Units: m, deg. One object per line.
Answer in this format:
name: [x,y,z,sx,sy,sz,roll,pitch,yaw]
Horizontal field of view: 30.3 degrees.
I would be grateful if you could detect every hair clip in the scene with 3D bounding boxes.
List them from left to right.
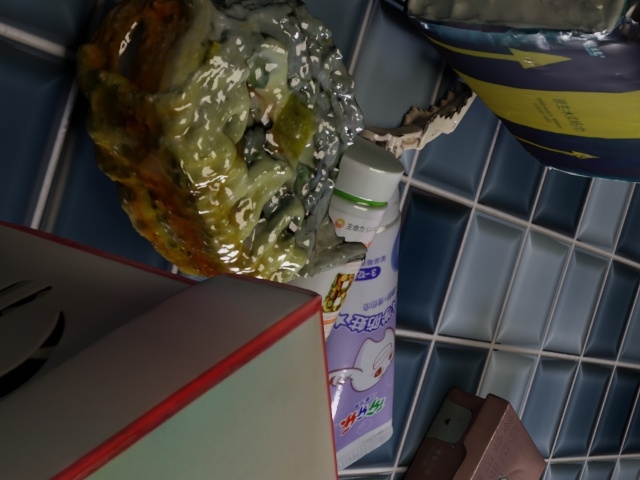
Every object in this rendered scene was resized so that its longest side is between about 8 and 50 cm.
hair clip: [0.104,-0.113,1.236,0.226,0.034,0.072,-30,131,-48]

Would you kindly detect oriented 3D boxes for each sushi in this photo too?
sushi: [-0.068,-0.074,0.911,0.184,0.139,0.274,-50,140,-29]

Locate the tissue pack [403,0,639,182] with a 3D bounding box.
tissue pack: [0.282,-0.249,1.216,0.416,0.253,0.264,31,71,-56]

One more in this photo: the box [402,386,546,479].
box: [0.186,0.322,1.509,0.215,0.086,0.215,-60,145,-18]

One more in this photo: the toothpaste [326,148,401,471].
toothpaste: [0.035,0.082,1.204,0.125,0.080,0.371,-26,131,-37]

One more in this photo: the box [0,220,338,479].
box: [-0.189,0.196,0.707,0.314,0.300,0.312,-33,127,-44]

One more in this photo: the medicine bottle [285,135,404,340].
medicine bottle: [0.000,0.000,1.052,0.086,0.086,0.183,-7,126,-54]
